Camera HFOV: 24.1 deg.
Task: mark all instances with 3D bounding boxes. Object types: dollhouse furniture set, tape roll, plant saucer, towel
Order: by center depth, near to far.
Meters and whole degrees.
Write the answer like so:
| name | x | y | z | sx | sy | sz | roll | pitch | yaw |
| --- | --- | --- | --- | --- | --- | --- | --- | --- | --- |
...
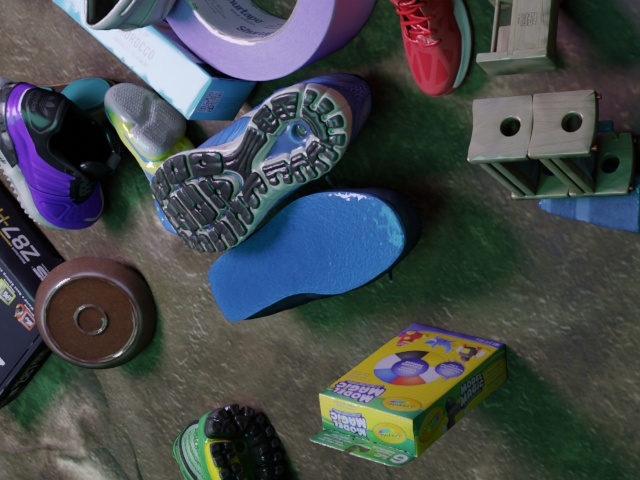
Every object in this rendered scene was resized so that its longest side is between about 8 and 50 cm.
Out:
| name | x | y | z | sx | sy | sz | roll | pitch | yaw |
| --- | --- | --- | --- | --- | --- | --- | --- | --- | --- |
| dollhouse furniture set | 0.237 | -0.148 | 1.490 | 0.129 | 0.129 | 0.183 | -2 | 73 | 29 |
| towel | 0.281 | -0.050 | 1.543 | 0.119 | 0.029 | 0.067 | 17 | 121 | 34 |
| tape roll | -0.068 | -0.319 | 1.656 | 0.275 | 0.090 | 0.274 | 18 | 121 | 32 |
| plant saucer | -0.310 | 0.105 | 2.051 | 0.168 | 0.029 | 0.168 | 0 | 110 | 0 |

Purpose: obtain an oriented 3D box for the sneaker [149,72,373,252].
| name | x | y | z | sx | sy | sz | roll | pitch | yaw |
| --- | --- | --- | --- | --- | --- | --- | --- | --- | --- |
| sneaker | -0.060 | -0.092 | 1.721 | 0.330 | 0.147 | 0.129 | -27 | 96 | 39 |

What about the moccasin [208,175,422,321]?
| name | x | y | z | sx | sy | sz | roll | pitch | yaw |
| --- | --- | --- | --- | --- | --- | --- | --- | --- | --- |
| moccasin | 0.000 | 0.000 | 1.748 | 0.342 | 0.117 | 0.137 | -16 | 92 | 48 |

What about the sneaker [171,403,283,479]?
| name | x | y | z | sx | sy | sz | roll | pitch | yaw |
| --- | --- | --- | --- | --- | --- | --- | --- | --- | --- |
| sneaker | -0.092 | 0.390 | 2.027 | 0.146 | 0.134 | 0.343 | -22 | 88 | 51 |

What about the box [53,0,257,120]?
| name | x | y | z | sx | sy | sz | roll | pitch | yaw |
| --- | --- | --- | --- | --- | --- | --- | --- | --- | --- |
| box | -0.197 | -0.236 | 1.780 | 0.244 | 0.100 | 0.060 | 42 | 111 | 21 |

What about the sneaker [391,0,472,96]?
| name | x | y | z | sx | sy | sz | roll | pitch | yaw |
| --- | --- | --- | --- | --- | --- | --- | --- | --- | --- |
| sneaker | 0.087 | -0.242 | 1.538 | 0.087 | 0.128 | 0.221 | 7 | 116 | 37 |

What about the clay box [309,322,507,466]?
| name | x | y | z | sx | sy | sz | roll | pitch | yaw |
| --- | --- | --- | --- | --- | --- | --- | --- | --- | --- |
| clay box | 0.097 | 0.169 | 1.673 | 0.127 | 0.222 | 0.053 | 11 | 118 | 35 |

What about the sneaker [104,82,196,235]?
| name | x | y | z | sx | sy | sz | roll | pitch | yaw |
| --- | --- | --- | --- | --- | --- | --- | --- | --- | --- |
| sneaker | -0.197 | -0.082 | 1.881 | 0.240 | 0.091 | 0.126 | 47 | 134 | 9 |

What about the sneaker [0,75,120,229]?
| name | x | y | z | sx | sy | sz | roll | pitch | yaw |
| --- | --- | --- | --- | --- | --- | --- | --- | --- | --- |
| sneaker | -0.314 | -0.094 | 1.904 | 0.146 | 0.102 | 0.293 | 7 | 154 | 20 |

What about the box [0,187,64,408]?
| name | x | y | z | sx | sy | sz | roll | pitch | yaw |
| --- | --- | --- | --- | --- | --- | --- | --- | --- | --- |
| box | -0.545 | 0.034 | 2.228 | 0.395 | 0.097 | 0.318 | 50 | 135 | 6 |

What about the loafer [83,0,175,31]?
| name | x | y | z | sx | sy | sz | roll | pitch | yaw |
| --- | --- | --- | --- | --- | --- | --- | --- | --- | --- |
| loafer | -0.188 | -0.362 | 1.593 | 0.112 | 0.111 | 0.319 | 32 | 129 | 24 |

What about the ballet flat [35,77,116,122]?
| name | x | y | z | sx | sy | sz | roll | pitch | yaw |
| --- | --- | --- | --- | --- | --- | --- | --- | --- | --- |
| ballet flat | -0.335 | -0.170 | 1.980 | 0.232 | 0.080 | 0.073 | 5 | 142 | 40 |
